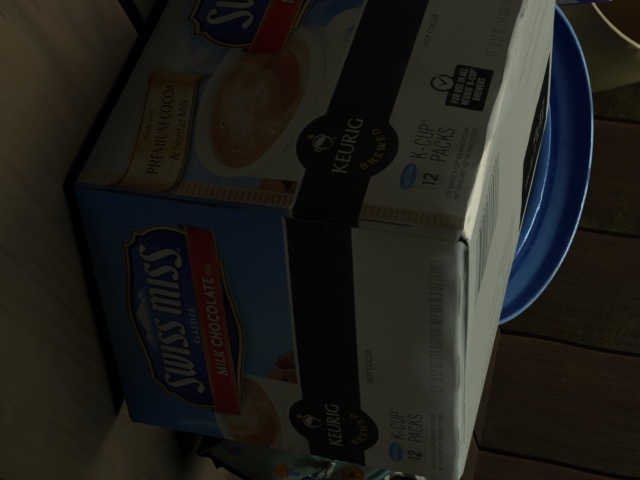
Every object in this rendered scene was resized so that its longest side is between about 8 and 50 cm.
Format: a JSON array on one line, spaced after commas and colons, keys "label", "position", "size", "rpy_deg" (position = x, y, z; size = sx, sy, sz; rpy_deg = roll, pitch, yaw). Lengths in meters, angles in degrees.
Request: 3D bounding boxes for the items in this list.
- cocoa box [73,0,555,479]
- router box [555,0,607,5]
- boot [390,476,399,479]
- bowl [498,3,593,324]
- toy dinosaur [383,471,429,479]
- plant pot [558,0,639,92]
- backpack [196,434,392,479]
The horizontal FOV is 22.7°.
[{"label": "cocoa box", "position": [0.015, -0.060, 1.042], "size": [0.231, 0.228, 0.347], "rpy_deg": [86, 18, -47]}, {"label": "router box", "position": [0.238, -0.445, 1.819], "size": [0.335, 0.082, 0.301], "rpy_deg": [7, 84, -59]}, {"label": "boot", "position": [0.059, 0.395, 1.959], "size": [0.244, 0.088, 0.176], "rpy_deg": [-60, 157, -69]}, {"label": "bowl", "position": [0.181, -0.099, 1.815], "size": [0.391, 0.077, 0.391], "rpy_deg": [-13, 107, -49]}, {"label": "toy dinosaur", "position": [0.029, 0.093, 1.433], "size": [0.164, 0.322, 0.218], "rpy_deg": [8, -98, 57]}, {"label": "plant pot", "position": [0.379, -0.308, 2.165], "size": [0.274, 0.257, 0.256], "rpy_deg": [-37, -146, 60]}, {"label": "backpack", "position": [0.012, 0.101, 1.188], "size": [0.188, 0.144, 0.166], "rpy_deg": [-48, -168, 45]}]
